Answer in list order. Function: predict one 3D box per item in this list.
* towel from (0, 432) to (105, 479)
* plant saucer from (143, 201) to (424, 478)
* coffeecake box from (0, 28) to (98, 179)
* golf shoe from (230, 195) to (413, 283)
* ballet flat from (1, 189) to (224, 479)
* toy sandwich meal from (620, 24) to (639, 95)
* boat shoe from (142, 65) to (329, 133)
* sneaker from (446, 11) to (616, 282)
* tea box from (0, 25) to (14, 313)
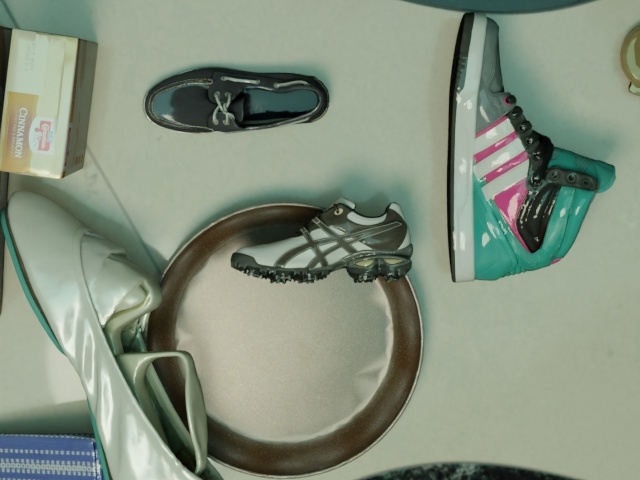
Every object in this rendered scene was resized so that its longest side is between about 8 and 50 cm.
[{"bbox_3d":[-0.327,0.376,1.576,0.243,0.040,0.336,-3,96,20],"label":"towel"},{"bbox_3d":[-0.040,0.110,1.585,0.310,0.050,0.311,0,96,-2],"label":"plant saucer"},{"bbox_3d":[-0.282,-0.143,1.475,0.068,0.185,0.142,8,96,-4],"label":"coffeecake box"},{"bbox_3d":[0.000,0.000,1.521,0.198,0.077,0.094,-1,86,-10],"label":"golf shoe"},{"bbox_3d":[-0.205,0.115,1.500,0.139,0.139,0.400,-22,86,0],"label":"ballet flat"},{"bbox_3d":[0.372,-0.202,1.582,0.085,0.029,0.086,0,92,-1],"label":"toy sandwich meal"},{"bbox_3d":[-0.092,-0.153,1.544,0.206,0.065,0.075,-2,97,-3],"label":"boat shoe"},{"bbox_3d":[0.229,-0.098,1.535,0.178,0.124,0.296,0,104,2],"label":"sneaker"},{"bbox_3d":[-0.495,-0.072,1.456,0.323,0.220,0.329,5,96,-2],"label":"tea box"}]
